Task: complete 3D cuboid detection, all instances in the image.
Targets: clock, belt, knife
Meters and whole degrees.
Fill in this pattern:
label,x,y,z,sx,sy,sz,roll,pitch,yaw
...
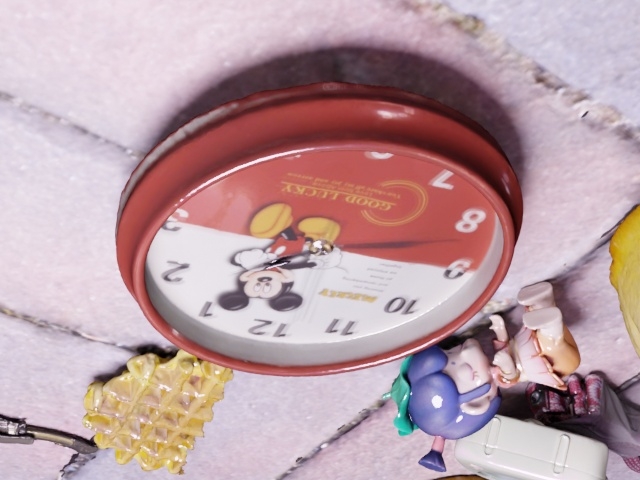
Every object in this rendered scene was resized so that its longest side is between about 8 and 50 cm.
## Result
label,x,y,z,sx,sy,sz,roll,pitch,yaw
clock,0.232,0.236,0.976,0.152,0.062,0.191,10,163,24
belt,0.321,0.201,1.000,0.232,0.053,0.071,27,139,-30
clock,0.000,0.000,0.718,0.319,0.080,0.318,-5,142,-4
knife,-0.327,0.187,0.908,0.222,0.021,0.045,27,124,-31

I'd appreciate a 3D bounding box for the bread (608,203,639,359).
label,x,y,z,sx,sy,sz,roll,pitch,yaw
bread,0.378,0.035,0.766,0.270,0.148,0.269,-3,140,-2

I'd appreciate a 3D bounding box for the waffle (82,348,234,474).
label,x,y,z,sx,sy,sz,roll,pitch,yaw
waffle,-0.149,0.171,0.901,0.161,0.046,0.192,-10,138,3

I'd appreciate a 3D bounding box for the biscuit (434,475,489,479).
label,x,y,z,sx,sy,sz,roll,pitch,yaw
biscuit,0.194,0.429,1.209,0.351,0.070,0.394,-31,132,22

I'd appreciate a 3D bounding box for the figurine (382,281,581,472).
label,x,y,z,sx,sy,sz,roll,pitch,yaw
figurine,0.150,0.130,0.856,0.195,0.111,0.102,-25,114,18
